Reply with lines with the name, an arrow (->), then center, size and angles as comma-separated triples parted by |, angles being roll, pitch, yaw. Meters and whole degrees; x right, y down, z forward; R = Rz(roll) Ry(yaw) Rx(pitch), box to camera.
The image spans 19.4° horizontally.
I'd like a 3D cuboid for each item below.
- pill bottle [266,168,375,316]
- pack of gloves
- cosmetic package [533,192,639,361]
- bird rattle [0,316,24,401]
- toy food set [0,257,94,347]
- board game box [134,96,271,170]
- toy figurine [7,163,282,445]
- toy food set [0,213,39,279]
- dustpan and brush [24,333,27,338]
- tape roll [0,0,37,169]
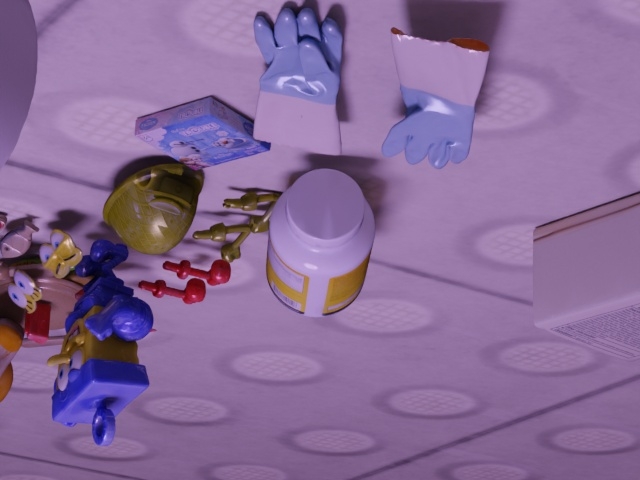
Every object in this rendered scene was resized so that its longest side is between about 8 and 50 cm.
pill bottle -> 0.000, 0.000, 1.832 | 0.103, 0.103, 0.184 | 3, 158, -3
pack of gloves -> 0.041, -0.138, 1.595 | 0.195, 0.046, 0.232 | 13, 155, 4
cosmetic package -> 0.372, 0.020, 1.834 | 0.160, 0.113, 0.309 | 21, 151, -39
bird rattle -> -0.390, 0.179, 2.059 | 0.143, 0.207, 0.253 | 37, 170, 1
toy food set -> -0.307, 0.060, 2.083 | 0.132, 0.039, 0.192 | -5, 151, 9
board game box -> -0.107, -0.097, 1.715 | 0.090, 0.020, 0.090 | -14, 152, 34
toy figurine -> -0.185, 0.101, 1.895 | 0.191, 0.217, 0.362 | 16, 146, -27
toy food set -> -0.352, 0.012, 1.958 | 0.078, 0.019, 0.122 | 26, 133, -15
dustpan and brush -> -0.414, 0.117, 2.190 | 0.060, 0.147, 0.211 | 32, -161, 16
tape roll -> -0.346, -0.119, 1.333 | 0.286, 0.286, 0.100 | -7, 156, 21
